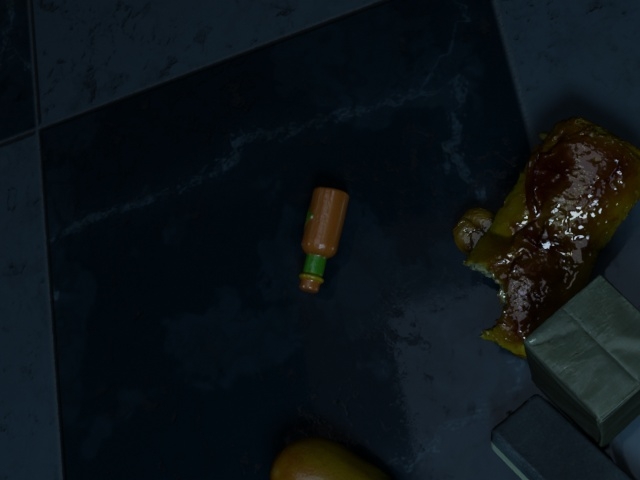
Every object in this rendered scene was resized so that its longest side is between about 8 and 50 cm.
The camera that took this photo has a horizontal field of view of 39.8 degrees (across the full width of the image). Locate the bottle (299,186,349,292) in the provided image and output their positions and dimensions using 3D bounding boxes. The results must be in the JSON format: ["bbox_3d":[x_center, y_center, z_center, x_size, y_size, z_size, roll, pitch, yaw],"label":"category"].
[{"bbox_3d":[0.000,0.000,1.566,0.069,0.069,0.187,8,78,24],"label":"bottle"}]

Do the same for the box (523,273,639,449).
[{"bbox_3d":[0.398,0.176,1.253,0.155,0.231,0.149,-41,64,-1],"label":"box"}]

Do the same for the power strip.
[{"bbox_3d":[0.364,0.340,1.292,0.105,0.070,0.257,-33,55,-17],"label":"power strip"}]

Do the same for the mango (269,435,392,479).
[{"bbox_3d":[0.019,0.407,1.417,0.221,0.120,0.151,29,83,18],"label":"mango"}]

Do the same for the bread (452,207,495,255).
[{"bbox_3d":[0.263,-0.014,1.473,0.083,0.046,0.081,-26,70,13],"label":"bread"}]

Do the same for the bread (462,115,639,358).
[{"bbox_3d":[0.352,-0.007,1.387,0.185,0.109,0.380,32,88,14],"label":"bread"}]
